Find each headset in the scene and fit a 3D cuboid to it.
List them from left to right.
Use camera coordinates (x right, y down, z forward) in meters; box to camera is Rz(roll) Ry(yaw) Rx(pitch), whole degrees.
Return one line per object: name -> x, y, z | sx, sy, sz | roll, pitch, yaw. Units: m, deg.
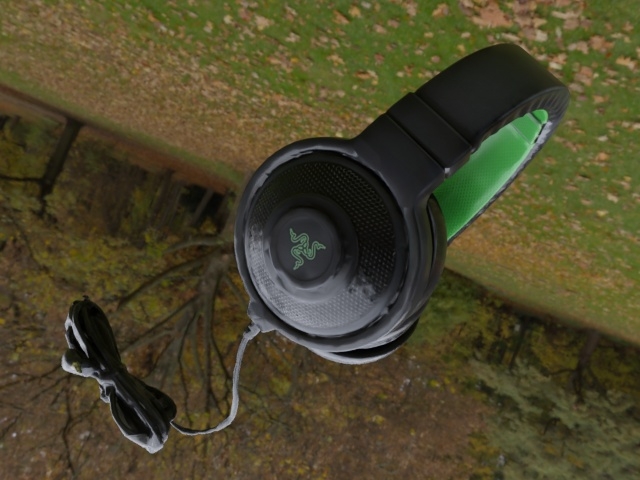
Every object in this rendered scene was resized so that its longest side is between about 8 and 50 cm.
headset -> 0.000, 0.000, 0.430 | 0.185, 0.394, 0.243 | 47, 176, 17
